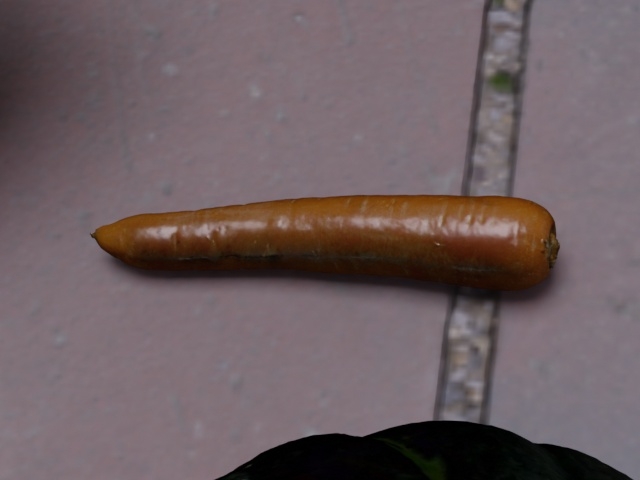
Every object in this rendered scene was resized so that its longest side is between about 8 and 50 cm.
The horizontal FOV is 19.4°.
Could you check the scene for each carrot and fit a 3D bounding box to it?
[{"bbox_3d":[0.000,0.000,0.739,0.190,0.037,0.037,1,54,16],"label":"carrot"}]

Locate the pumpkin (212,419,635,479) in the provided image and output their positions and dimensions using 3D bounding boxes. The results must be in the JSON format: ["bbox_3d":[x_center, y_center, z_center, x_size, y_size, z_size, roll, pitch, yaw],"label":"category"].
[{"bbox_3d":[0.039,0.166,0.500,0.250,0.216,0.250,10,64,-20],"label":"pumpkin"}]
